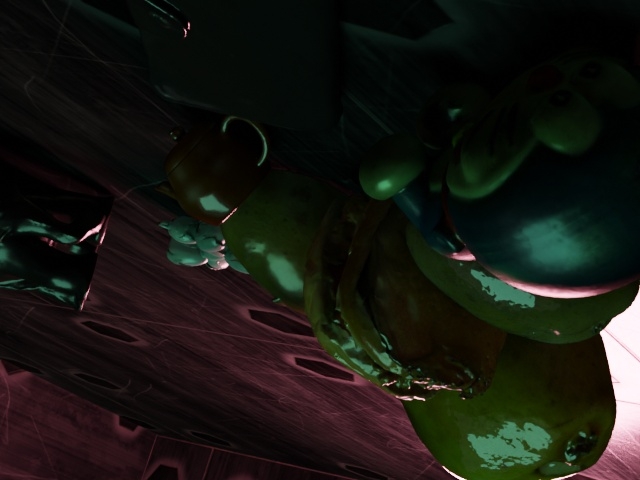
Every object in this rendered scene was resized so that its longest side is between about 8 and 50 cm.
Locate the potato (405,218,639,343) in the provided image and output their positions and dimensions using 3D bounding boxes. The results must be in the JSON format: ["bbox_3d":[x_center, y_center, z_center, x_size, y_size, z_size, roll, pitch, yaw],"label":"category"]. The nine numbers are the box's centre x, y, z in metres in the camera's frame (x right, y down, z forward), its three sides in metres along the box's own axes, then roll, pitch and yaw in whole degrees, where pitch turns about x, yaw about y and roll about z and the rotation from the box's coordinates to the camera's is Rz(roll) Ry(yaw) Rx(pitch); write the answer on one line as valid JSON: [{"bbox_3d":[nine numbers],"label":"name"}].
[{"bbox_3d":[0.195,0.015,1.548,0.251,0.159,0.174,29,134,-11],"label":"potato"}]

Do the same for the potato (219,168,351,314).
[{"bbox_3d":[-0.009,0.028,1.816,0.160,0.111,0.272,-20,134,40],"label":"potato"}]

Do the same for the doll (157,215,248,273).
[{"bbox_3d":[-0.145,0.006,2.079,0.158,0.059,0.159,5,162,34],"label":"doll"}]

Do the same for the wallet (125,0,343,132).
[{"bbox_3d":[-0.077,-0.193,1.327,0.197,0.051,0.377,16,163,5],"label":"wallet"}]

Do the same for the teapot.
[{"bbox_3d":[-0.117,-0.085,1.669,0.116,0.116,0.173,25,137,-25],"label":"teapot"}]

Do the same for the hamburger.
[{"bbox_3d":[0.093,0.056,1.670,0.244,0.244,0.163,28,151,-34],"label":"hamburger"}]

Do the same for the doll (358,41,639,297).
[{"bbox_3d":[0.181,-0.052,1.252,0.186,0.198,0.322,54,163,-14],"label":"doll"}]

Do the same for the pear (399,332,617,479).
[{"bbox_3d":[0.214,0.164,1.886,0.269,0.269,0.321,32,178,-42],"label":"pear"}]

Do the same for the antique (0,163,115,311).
[{"bbox_3d":[-0.420,-0.012,2.097,0.255,0.185,0.322,19,168,-10],"label":"antique"}]
